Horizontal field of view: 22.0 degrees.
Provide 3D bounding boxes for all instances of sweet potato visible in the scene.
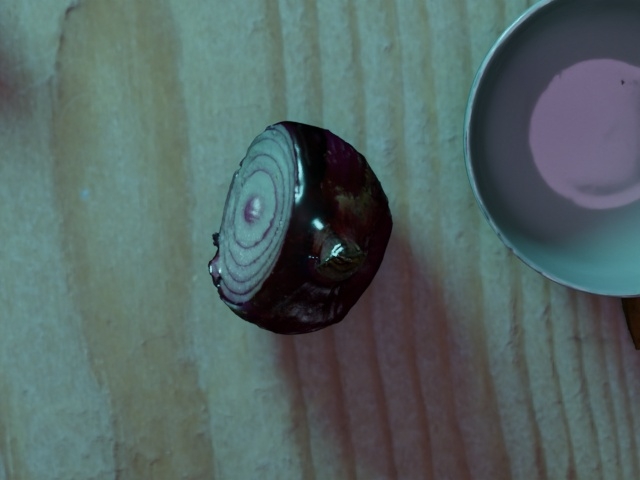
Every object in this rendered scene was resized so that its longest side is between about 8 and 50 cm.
[{"bbox_3d":[0.310,0.061,1.605,0.034,0.034,0.095,-4,107,1],"label":"sweet potato"}]

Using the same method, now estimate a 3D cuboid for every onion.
[{"bbox_3d":[0.000,0.000,1.513,0.140,0.218,0.195,24,89,-29],"label":"onion"}]

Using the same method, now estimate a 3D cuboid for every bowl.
[{"bbox_3d":[0.270,-0.097,1.533,0.287,0.144,0.287,0,95,1],"label":"bowl"}]
